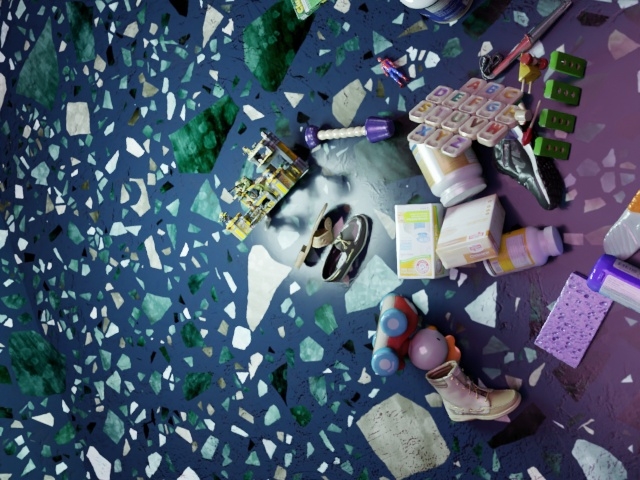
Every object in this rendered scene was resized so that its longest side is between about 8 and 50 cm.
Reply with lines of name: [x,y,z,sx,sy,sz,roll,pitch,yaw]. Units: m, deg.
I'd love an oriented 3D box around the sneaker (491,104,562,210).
sneaker: [0.505,-0.190,1.722,0.124,0.107,0.284,-34,67,39]

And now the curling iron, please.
curling iron: [0.513,-0.509,1.725,0.274,0.035,0.068,-38,73,29]

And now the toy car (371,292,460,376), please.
toy car: [0.268,0.269,1.863,0.237,0.219,0.211,11,99,3]

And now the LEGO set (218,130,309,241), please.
LEGO set: [-0.204,-0.178,2.080,0.192,0.255,0.331,42,129,-5]

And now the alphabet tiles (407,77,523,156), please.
alphabet tiles: [0.363,-0.318,1.714,0.284,0.278,0.021,30,153,43]

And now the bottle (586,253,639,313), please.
bottle: [0.755,0.130,1.550,0.282,0.118,0.092,29,108,23]

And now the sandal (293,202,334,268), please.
sandal: [0.001,-0.003,2.079,0.079,0.088,0.240,27,117,-3]

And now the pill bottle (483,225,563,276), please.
pill bottle: [0.507,0.023,1.717,0.184,0.103,0.103,-18,82,32]

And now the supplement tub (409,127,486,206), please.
supplement tub: [0.336,-0.203,1.792,0.144,0.144,0.200,-31,76,30]

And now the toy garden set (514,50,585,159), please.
toy garden set: [0.531,-0.328,1.634,0.049,0.203,0.245,19,103,55]

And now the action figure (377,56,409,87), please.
action figure: [0.202,-0.482,1.937,0.115,0.030,0.038,50,122,23]

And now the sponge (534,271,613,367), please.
sponge: [0.630,0.196,1.689,0.117,0.031,0.210,31,109,27]

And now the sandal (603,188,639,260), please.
sandal: [0.756,-0.059,1.574,0.102,0.076,0.265,52,138,21]

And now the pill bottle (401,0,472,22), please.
pill bottle: [0.278,-0.656,1.735,0.153,0.264,0.153,2,93,33]

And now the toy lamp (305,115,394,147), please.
toy lamp: [0.085,-0.315,1.991,0.274,0.080,0.080,-3,91,34]

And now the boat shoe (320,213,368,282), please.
boat shoe: [0.070,0.026,2.023,0.081,0.068,0.228,32,109,27]

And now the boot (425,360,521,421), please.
boot: [0.398,0.387,1.786,0.213,0.077,0.165,-20,111,36]

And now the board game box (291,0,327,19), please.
board game box: [-0.058,-0.823,2.089,0.136,0.030,0.260,-27,78,29]

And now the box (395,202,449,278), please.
box: [0.279,0.002,1.865,0.114,0.103,0.203,-1,92,34]

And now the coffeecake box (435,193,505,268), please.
coffeecake box: [0.386,-0.024,1.744,0.142,0.186,0.068,-17,120,32]
